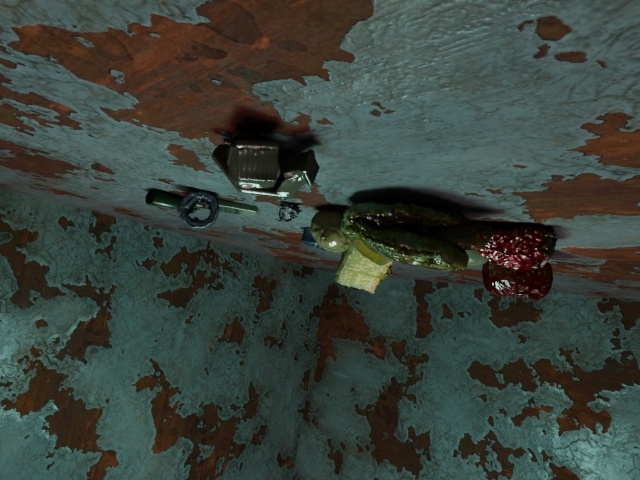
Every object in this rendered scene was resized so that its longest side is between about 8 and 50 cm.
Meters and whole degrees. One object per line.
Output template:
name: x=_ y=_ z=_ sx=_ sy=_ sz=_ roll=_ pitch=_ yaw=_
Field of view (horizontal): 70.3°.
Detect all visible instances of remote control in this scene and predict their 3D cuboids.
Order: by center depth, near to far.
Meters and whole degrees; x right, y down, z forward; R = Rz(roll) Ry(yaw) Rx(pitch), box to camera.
remote control: x=-0.392 y=-0.135 z=1.816 sx=0.285 sy=0.038 sz=0.123 roll=12 pitch=171 yaw=-14

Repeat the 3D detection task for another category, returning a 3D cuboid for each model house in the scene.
model house: x=-0.116 y=-0.172 z=0.994 sx=0.229 sy=0.122 sz=0.188 roll=8 pitch=168 yaw=-18

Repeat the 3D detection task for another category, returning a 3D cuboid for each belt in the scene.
belt: x=0.000 y=0.000 z=2.114 sx=0.190 sy=0.082 sz=0.141 roll=20 pitch=173 yaw=-42

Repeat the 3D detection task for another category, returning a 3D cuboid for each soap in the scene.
soap: x=0.215 y=0.015 z=1.764 sx=0.173 sy=0.089 sz=0.274 roll=38 pitch=172 yaw=4

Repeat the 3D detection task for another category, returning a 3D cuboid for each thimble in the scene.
thimble: x=-0.452 y=-0.111 z=1.689 sx=0.150 sy=0.150 sz=0.098 roll=12 pitch=177 yaw=-13

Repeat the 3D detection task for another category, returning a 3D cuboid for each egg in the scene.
egg: x=0.530 y=0.033 z=1.613 sx=0.152 sy=0.114 sz=0.114 roll=8 pitch=172 yaw=1

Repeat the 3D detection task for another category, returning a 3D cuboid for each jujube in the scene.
jujube: x=0.744 y=0.124 z=1.728 sx=0.232 sy=0.212 sz=0.213 roll=4 pitch=171 yaw=4

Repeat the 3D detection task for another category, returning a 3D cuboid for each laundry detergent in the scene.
laundry detergent: x=-0.603 y=-0.153 z=1.876 sx=0.211 sy=0.063 sz=0.137 roll=14 pitch=173 yaw=-39

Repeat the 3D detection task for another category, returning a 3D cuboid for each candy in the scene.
candy: x=-0.120 y=-0.098 z=1.711 sx=0.094 sy=0.051 sz=0.226 roll=8 pitch=172 yaw=-10

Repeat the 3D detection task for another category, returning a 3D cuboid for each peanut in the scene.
peanut: x=0.045 y=-0.038 z=1.651 sx=0.159 sy=0.143 sz=0.291 roll=48 pitch=-175 yaw=10

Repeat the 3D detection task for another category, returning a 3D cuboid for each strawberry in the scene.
strawberry: x=0.584 y=0.028 z=1.458 sx=0.306 sy=0.137 sz=0.233 roll=3 pitch=171 yaw=30

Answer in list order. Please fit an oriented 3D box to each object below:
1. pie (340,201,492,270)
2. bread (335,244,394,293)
pie: x=0.258 y=-0.016 z=1.408 sx=0.395 sy=0.180 sz=0.418 roll=11 pitch=179 yaw=-17
bread: x=0.214 y=0.118 z=2.076 sx=0.248 sy=0.279 sz=0.315 roll=17 pitch=-176 yaw=1
